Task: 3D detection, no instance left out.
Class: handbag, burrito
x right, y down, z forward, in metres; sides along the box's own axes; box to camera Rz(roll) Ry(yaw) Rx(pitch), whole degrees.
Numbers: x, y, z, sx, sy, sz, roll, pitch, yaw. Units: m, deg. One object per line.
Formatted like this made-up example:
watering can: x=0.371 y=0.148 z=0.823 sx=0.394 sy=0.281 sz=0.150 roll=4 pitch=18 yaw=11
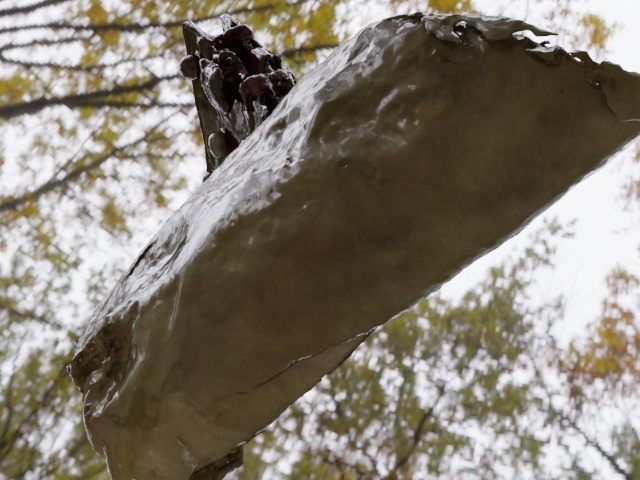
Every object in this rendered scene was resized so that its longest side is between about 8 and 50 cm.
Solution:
handbag: x=-0.058 y=-0.077 z=1.061 sx=0.074 sy=0.203 sz=0.216 roll=-21 pitch=-50 yaw=-15
burrito: x=-0.003 y=-0.009 z=0.621 sx=0.348 sy=0.175 sz=0.107 roll=-40 pitch=-47 yaw=14
